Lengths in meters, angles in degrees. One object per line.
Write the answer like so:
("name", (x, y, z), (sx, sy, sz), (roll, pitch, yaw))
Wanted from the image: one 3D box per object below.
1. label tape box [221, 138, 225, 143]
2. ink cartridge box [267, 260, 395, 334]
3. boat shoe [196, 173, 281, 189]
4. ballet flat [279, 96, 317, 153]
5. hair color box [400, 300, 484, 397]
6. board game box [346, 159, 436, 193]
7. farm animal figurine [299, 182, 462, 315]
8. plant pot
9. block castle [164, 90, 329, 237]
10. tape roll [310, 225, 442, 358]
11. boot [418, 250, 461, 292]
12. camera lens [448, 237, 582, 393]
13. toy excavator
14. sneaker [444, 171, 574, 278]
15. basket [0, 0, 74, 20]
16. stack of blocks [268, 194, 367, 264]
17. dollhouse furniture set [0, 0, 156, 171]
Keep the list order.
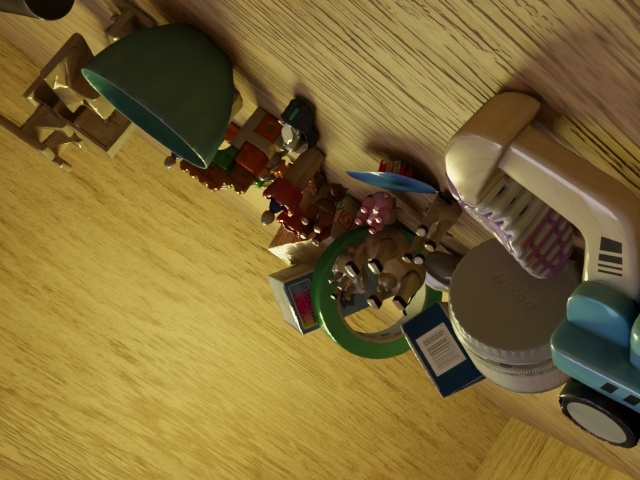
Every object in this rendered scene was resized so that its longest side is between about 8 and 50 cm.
("label tape box", (-0.449, -0.377, 1.683), (0.348, 0.115, 0.249), (42, 170, -14))
("ink cartridge box", (0.079, 0.098, 1.553), (0.270, 0.396, 0.151), (-176, 64, -76))
("boat shoe", (-0.222, -0.199, 1.598), (0.258, 0.095, 0.095), (0, 162, -15))
("ballet flat", (-0.048, -0.215, 1.135), (0.074, 0.074, 0.203), (35, 172, 7))
("hair color box", (0.321, 0.236, 1.287), (0.347, 0.105, 0.173), (12, -135, -60))
("board game box", (0.134, -0.120, 1.040), (0.133, 0.033, 0.169), (16, 177, -38))
("farm animal figurine", (0.143, -0.003, 1.148), (0.331, 0.172, 0.326), (11, 137, 37))
("plant pot", (-0.285, -0.308, 1.128), (0.290, 0.195, 0.290), (35, 172, 6))
("block castle", (-0.210, -0.194, 1.397), (0.453, 0.212, 0.303), (35, 171, 10))
("tape roll", (0.139, 0.123, 1.388), (0.321, 0.321, 0.077), (38, 173, -16))
("boot", (0.333, 0.084, 1.256), (0.258, 0.095, 0.123), (26, 164, 8))
("camera lens", (0.347, 0.136, 0.991), (0.219, 0.219, 0.274), (30, 170, 33))
("toy excavator", (0.374, 0.055, 0.667), (0.433, 0.222, 0.445), (29, 155, 40))
("sneaker", (0.265, -0.043, 0.820), (0.236, 0.095, 0.104), (44, 176, -17))
("basket", (-0.690, -0.597, 1.318), (0.227, 0.154, 0.204), (27, 170, 30))
("stack of blocks", (-0.001, -0.038, 1.548), (0.087, 0.171, 0.297), (39, 153, -25))
("dollhouse furniture set", (-0.582, -0.374, 1.336), (0.257, 0.362, 0.394), (36, 170, -4))
